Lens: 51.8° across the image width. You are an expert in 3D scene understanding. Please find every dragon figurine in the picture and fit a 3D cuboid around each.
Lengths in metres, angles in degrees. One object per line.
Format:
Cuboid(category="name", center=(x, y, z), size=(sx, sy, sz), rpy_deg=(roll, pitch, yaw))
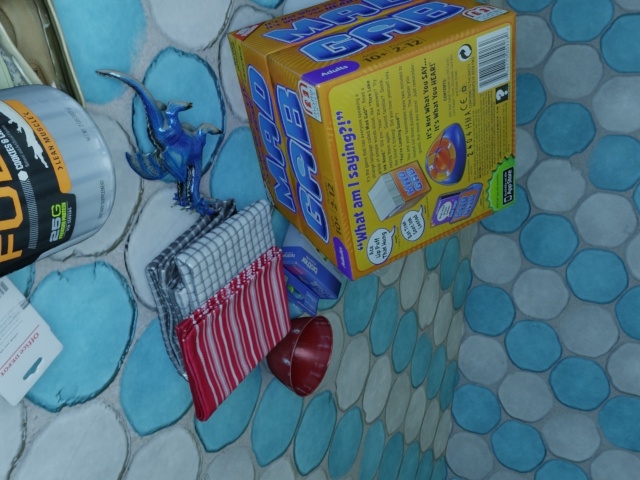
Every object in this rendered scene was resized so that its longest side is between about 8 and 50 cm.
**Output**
Cuboid(category="dragon figurine", center=(-0.238, -0.138, 1.018), size=(0.289, 0.085, 0.144), rpy_deg=(42, 62, -60))

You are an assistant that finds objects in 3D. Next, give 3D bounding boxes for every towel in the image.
Cuboid(category="towel", center=(-0.135, 0.154, 1.123), size=(0.275, 0.031, 0.199), rpy_deg=(-43, 137, -46))
Cuboid(category="towel", center=(-0.182, 0.086, 1.167), size=(0.235, 0.121, 0.283), rpy_deg=(-47, 139, -44))

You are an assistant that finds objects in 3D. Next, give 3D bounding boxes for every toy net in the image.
Cuboid(category="toy net", center=(-0.033, 0.066, 1.518), size=(0.122, 0.045, 0.232), rpy_deg=(58, 45, -35))

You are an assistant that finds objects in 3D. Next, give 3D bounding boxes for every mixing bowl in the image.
Cuboid(category="mixing bowl", center=(-0.058, 0.245, 1.463), size=(0.181, 0.098, 0.181), rpy_deg=(-30, 125, -55))

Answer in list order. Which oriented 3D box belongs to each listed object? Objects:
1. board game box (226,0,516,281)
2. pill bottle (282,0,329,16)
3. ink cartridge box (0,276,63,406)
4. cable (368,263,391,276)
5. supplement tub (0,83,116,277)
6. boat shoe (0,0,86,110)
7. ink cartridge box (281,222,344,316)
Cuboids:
Cuboid(category="board game box", center=(0.095, -0.217, 1.185), size=(0.356, 0.356, 0.356), rpy_deg=(-24, 127, -18))
Cuboid(category="pill bottle", center=(0.020, -0.435, 1.366), size=(0.215, 0.117, 0.117), rpy_deg=(20, 81, -61))
Cuboid(category="ink cartridge box", center=(-0.409, 0.109, 0.807), size=(0.104, 0.060, 0.180), rpy_deg=(-58, 145, -36))
Cuboid(category="cable", center=(0.115, -0.042, 1.510), size=(0.257, 0.089, 0.257), rpy_deg=(64, 38, -47))
Cuboid(category="supplement tub", center=(-0.384, -0.040, 0.666), size=(0.316, 0.193, 0.193), rpy_deg=(-36, 129, -52))
Cuboid(category="boat shoe", center=(-0.347, -0.266, 0.768), size=(0.104, 0.089, 0.285), rpy_deg=(-50, 140, -42))
Cuboid(category="ink cartridge box", center=(0.000, 0.000, 1.477), size=(0.186, 0.065, 0.311), rpy_deg=(44, 56, -46))
